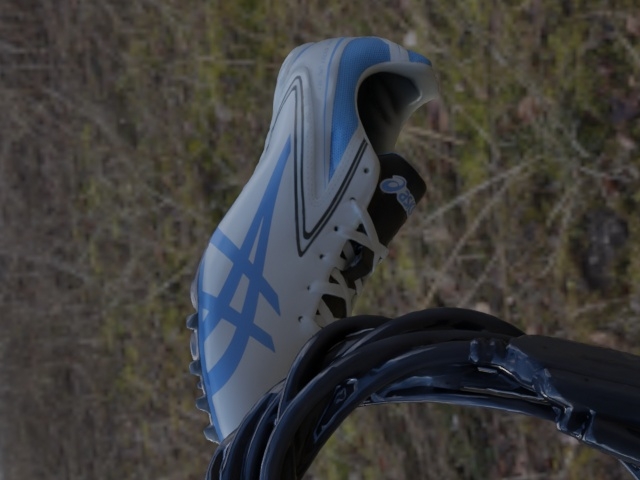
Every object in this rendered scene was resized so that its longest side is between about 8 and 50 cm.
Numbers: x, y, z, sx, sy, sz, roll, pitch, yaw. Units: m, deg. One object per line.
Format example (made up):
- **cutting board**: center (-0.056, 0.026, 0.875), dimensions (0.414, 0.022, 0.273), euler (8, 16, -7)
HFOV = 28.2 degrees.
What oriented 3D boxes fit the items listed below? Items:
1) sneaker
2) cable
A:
- **sneaker**: center (0.000, 0.000, 0.614), dimensions (0.085, 0.086, 0.237), euler (51, -132, -52)
- **cable**: center (0.052, 0.101, 0.408), dimensions (0.047, 0.184, 0.151), euler (-47, -33, -81)
